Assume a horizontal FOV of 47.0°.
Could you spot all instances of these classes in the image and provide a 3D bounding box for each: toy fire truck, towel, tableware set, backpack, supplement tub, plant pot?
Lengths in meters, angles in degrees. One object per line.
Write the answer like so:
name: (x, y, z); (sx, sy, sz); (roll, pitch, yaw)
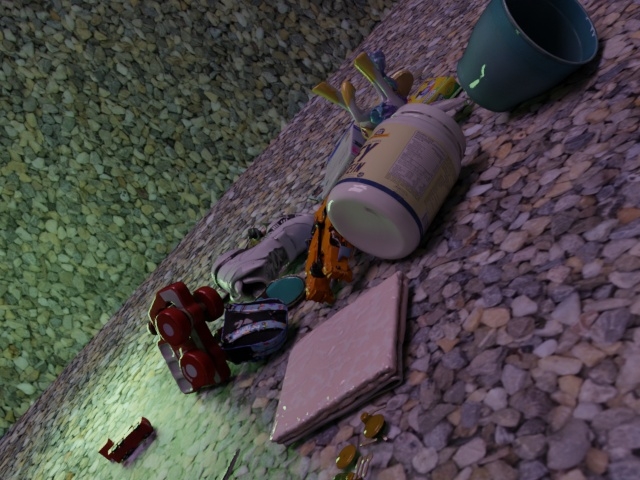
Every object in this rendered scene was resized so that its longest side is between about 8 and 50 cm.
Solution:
toy fire truck: (-0.366, 0.268, 1.990); (0.254, 0.302, 0.169); (-22, 8, 42)
towel: (0.047, 0.241, 1.514); (0.332, 0.053, 0.317); (-37, 21, 27)
tableware set: (0.070, 0.359, 1.265); (0.104, 0.024, 0.154); (-34, 22, 41)
backpack: (-0.156, 0.229, 1.874); (0.173, 0.117, 0.158); (-12, 43, 12)
toy fire truck: (-0.570, 0.580, 2.151); (0.192, 0.047, 0.135); (-45, 17, 0)
supplement tub: (0.186, -0.143, 1.732); (0.235, 0.235, 0.325); (-17, 34, 56)
plant pot: (0.472, -0.452, 1.767); (0.255, 0.271, 0.272); (-48, 10, 52)

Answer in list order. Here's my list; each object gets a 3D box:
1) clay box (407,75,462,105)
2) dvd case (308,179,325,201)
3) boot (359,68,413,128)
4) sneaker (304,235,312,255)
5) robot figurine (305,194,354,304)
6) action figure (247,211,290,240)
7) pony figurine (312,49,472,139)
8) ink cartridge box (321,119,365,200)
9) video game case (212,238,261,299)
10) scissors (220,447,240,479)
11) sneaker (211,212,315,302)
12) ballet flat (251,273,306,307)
clay box: (0.353, -0.456, 2.327); (0.127, 0.053, 0.222); (-48, 17, -5)
dvd case: (0.005, -0.172, 2.547); (0.087, 0.013, 0.119); (-48, 19, -6)
boot: (0.239, -0.456, 2.497); (0.262, 0.095, 0.203); (-49, 16, 11)
sneaker: (0.000, 0.000, 2.086); (0.069, 0.082, 0.209); (-40, 17, 22)
robot figurine: (0.028, 0.007, 1.861); (0.211, 0.085, 0.291); (-51, 25, 46)
action figure: (-0.168, 0.020, 2.363); (0.185, 0.099, 0.285); (-1, 54, 42)
pony figurine: (0.201, -0.359, 2.094); (0.351, 0.363, 0.303); (-39, 4, -33)
ink cartridge box: (0.080, -0.262, 2.428); (0.186, 0.065, 0.311); (-57, 14, 27)
video game case: (-0.303, 0.117, 2.492); (0.232, 0.042, 0.210); (-45, 13, 42)
scissors: (-0.223, 0.556, 1.496); (0.297, 0.021, 0.109); (-54, 17, -27)
sneaker: (-0.132, 0.059, 2.142); (0.366, 0.137, 0.210); (-30, 28, -8)
ballet flat: (-0.126, 0.165, 2.024); (0.241, 0.091, 0.077); (-34, -11, 20)
